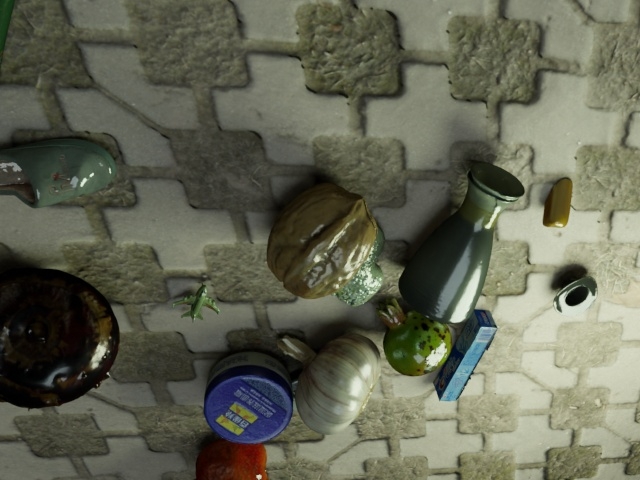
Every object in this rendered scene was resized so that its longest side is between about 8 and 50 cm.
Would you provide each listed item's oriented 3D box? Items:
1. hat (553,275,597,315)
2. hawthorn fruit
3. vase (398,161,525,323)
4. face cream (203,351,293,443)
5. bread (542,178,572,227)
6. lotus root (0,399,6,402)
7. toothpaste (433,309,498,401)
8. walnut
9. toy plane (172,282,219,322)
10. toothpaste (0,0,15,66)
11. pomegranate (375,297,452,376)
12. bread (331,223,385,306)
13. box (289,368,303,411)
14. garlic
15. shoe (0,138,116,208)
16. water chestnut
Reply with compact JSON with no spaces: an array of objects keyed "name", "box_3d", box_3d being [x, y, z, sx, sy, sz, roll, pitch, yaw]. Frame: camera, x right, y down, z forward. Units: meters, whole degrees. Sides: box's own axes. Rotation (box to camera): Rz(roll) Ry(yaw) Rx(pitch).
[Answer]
[{"name":"hat","box_3d":[0.593,0.122,2.016,0.121,0.050,0.121,-7,128,-9]},{"name":"hawthorn fruit","box_3d":[-0.250,0.596,2.158,0.243,0.207,0.207,-7,133,-1]},{"name":"vase","box_3d":[0.296,0.002,1.774,0.173,0.173,0.321,10,122,-21]},{"name":"face cream","box_3d":[-0.166,0.361,1.991,0.206,0.111,0.205,-1,117,-2]},{"name":"bread","box_3d":[0.506,-0.076,1.825,0.049,0.103,0.062,12,172,-10]},{"name":"lotus root","box_3d":[-0.656,0.263,1.823,0.108,0.094,0.190,-13,140,-52]},{"name":"toothpaste","box_3d":[0.351,0.286,2.097,0.053,0.066,0.272,5,130,-18]},{"name":"walnut","box_3d":[0.000,0.000,1.675,0.198,0.198,0.245,30,114,-34]},{"name":"toy plane","box_3d":[-0.261,0.131,1.829,0.102,0.040,0.111,8,128,-22]},{"name":"toothpaste","box_3d":[-0.492,-0.387,1.295,0.099,0.061,0.392,15,129,-26]},{"name":"pomegranate","box_3d":[0.206,0.216,1.955,0.159,0.159,0.205,-36,105,19]},{"name":"bread","box_3d":[0.057,0.057,1.822,0.173,0.064,0.232,-6,131,-11]},{"name":"box","box_3d":[-0.095,0.387,2.103,0.178,0.036,0.115,-24,133,8]},{"name":"garlic","box_3d":[0.005,0.301,1.963,0.253,0.245,0.245,32,125,7]},{"name":"shoe","box_3d":[-0.491,-0.112,1.516,0.251,0.100,0.103,-3,131,-7]},{"name":"water chestnut","box_3d":[-0.544,0.194,1.697,0.300,0.300,0.300,-7,133,-7]}]
